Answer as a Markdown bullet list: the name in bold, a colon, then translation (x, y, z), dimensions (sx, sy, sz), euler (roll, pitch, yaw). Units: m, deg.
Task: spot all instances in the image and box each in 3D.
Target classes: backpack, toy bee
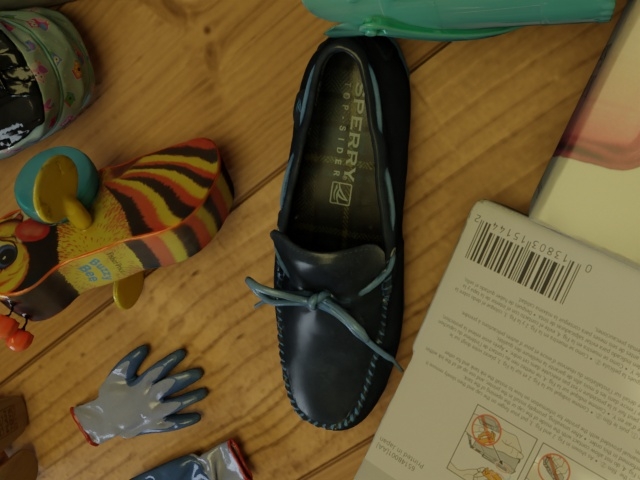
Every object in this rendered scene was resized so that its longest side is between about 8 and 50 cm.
- **backpack**: translation (-0.299, -0.142, 0.695), dimensions (0.182, 0.115, 0.152), euler (-9, 118, 27)
- **toy bee**: translation (-0.219, 0.015, 0.674), dimensions (0.298, 0.195, 0.162), euler (-21, 56, 23)

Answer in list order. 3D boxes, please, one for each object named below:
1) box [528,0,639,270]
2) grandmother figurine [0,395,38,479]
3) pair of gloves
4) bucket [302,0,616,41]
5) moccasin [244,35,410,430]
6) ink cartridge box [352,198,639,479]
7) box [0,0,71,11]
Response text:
- **box**: translation (0.250, -0.101, 0.526), dimensions (0.127, 0.148, 0.232), euler (26, 106, 11)
- **grandmother figurine**: translation (-0.483, 0.221, 0.835), dimensions (0.342, 0.104, 0.208), euler (-6, 90, 15)
- **pair of gloves**: translation (-0.156, 0.206, 0.774), dimensions (0.159, 0.023, 0.198), euler (-31, 90, 21)
- **bucket**: translation (0.101, -0.260, 0.481), dimensions (0.183, 0.281, 0.281), euler (8, 103, 16)
- **moccasin**: translation (0.000, 0.000, 0.636), dimensions (0.138, 0.117, 0.342), euler (2, 101, 16)
- **ink cartridge box**: translation (0.200, 0.144, 0.573), dimensions (0.296, 0.066, 0.261), euler (28, 101, 30)
- **box**: translation (-0.371, -0.270, 0.642), dimensions (0.345, 0.215, 0.168), euler (-7, 98, 17)
